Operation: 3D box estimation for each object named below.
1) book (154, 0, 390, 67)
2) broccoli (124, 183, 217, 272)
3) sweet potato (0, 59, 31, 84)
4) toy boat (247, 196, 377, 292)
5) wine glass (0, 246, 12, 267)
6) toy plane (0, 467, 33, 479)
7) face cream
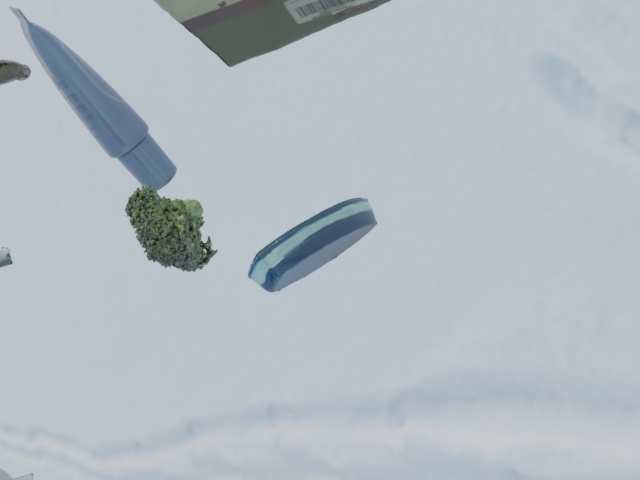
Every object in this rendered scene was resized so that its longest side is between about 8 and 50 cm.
[{"bbox_3d":[-0.079,-0.259,0.870,0.201,0.289,0.026,-16,60,24],"label":"book"},{"bbox_3d":[-0.168,-0.017,1.145,0.097,0.092,0.095,10,123,15],"label":"broccoli"},{"bbox_3d":[-0.435,-0.225,1.366,0.041,0.153,0.038,-1,106,25],"label":"sweet potato"},{"bbox_3d":[0.000,0.000,1.766,0.062,0.299,0.096,44,139,17],"label":"toy boat"},{"bbox_3d":[-0.548,0.036,1.661,0.042,0.083,0.039,103,144,-58],"label":"wine glass"},{"bbox_3d":[-0.510,0.486,1.620,0.117,0.244,0.245,-25,84,47],"label":"toy plane"},{"bbox_3d":[-0.388,-0.242,1.721,0.385,0.086,0.135,51,172,-25],"label":"face cream"}]
